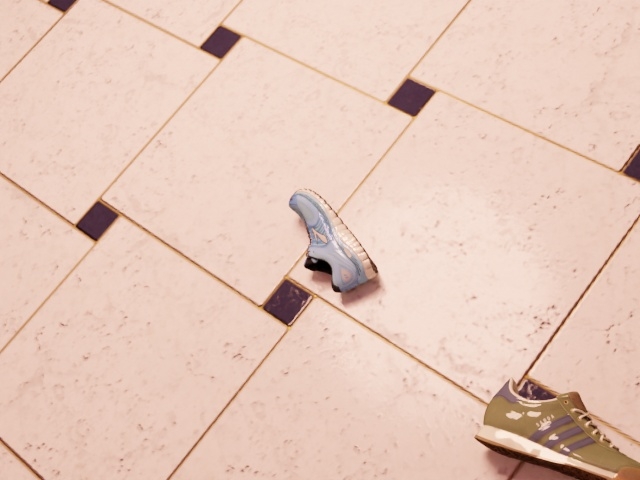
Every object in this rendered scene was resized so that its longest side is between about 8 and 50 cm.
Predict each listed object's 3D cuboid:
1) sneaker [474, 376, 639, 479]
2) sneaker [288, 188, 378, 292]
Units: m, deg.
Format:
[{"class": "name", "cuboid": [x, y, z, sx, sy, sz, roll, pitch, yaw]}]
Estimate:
[{"class": "sneaker", "cuboid": [0.261, 0.198, 1.062, 0.192, 0.064, 0.086, 14, 71, 29]}, {"class": "sneaker", "cuboid": [0.000, 0.000, 1.275, 0.073, 0.063, 0.162, -38, 55, -1]}]
